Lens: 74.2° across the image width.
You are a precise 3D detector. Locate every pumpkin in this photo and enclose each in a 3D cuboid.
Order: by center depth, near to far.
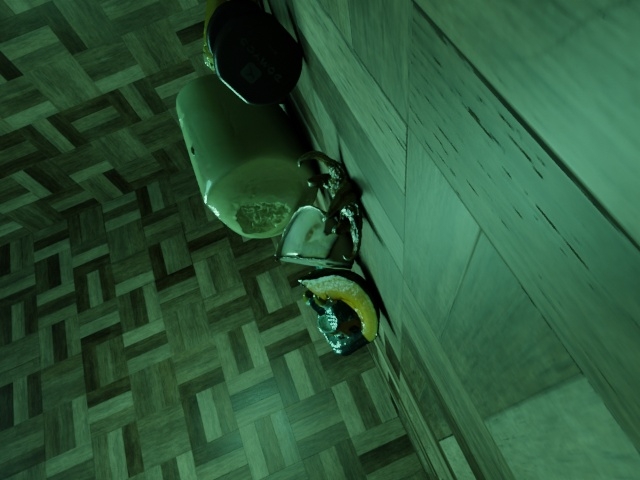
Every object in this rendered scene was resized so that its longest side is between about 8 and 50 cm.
[{"bbox_3d":[0.087,0.121,1.109,0.254,0.130,0.149,39,132,13],"label":"pumpkin"}]

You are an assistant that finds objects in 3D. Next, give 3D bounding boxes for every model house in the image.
[{"bbox_3d":[0.034,0.253,1.529,0.291,0.185,0.253,43,-164,-46],"label":"model house"}]

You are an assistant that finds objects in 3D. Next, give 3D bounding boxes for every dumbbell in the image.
[{"bbox_3d":[-0.120,-0.328,0.726,0.140,0.124,0.225,37,-164,-34],"label":"dumbbell"}]

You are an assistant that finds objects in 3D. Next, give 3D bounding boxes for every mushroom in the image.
[{"bbox_3d":[0.019,-0.005,1.190,0.236,0.173,0.161,1,82,48],"label":"mushroom"}]

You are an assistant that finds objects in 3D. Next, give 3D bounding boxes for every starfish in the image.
[{"bbox_3d":[0.030,-0.061,0.735,0.146,0.074,0.189,73,173,-80],"label":"starfish"}]

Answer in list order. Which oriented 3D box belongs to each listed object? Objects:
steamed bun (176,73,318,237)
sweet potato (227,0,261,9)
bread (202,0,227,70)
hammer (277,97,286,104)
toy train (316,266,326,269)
[{"bbox_3d":[-0.184,-0.239,1.220,0.456,0.290,0.371,50,-163,-68],"label":"steamed bun"},{"bbox_3d":[-0.150,-0.471,0.823,0.273,0.075,0.075,68,178,-84],"label":"sweet potato"},{"bbox_3d":[-0.243,-0.542,1.165,0.262,0.163,0.204,53,169,-13],"label":"bread"},{"bbox_3d":[-0.113,-0.399,1.183,0.083,0.031,0.052,-1,-110,-86],"label":"hammer"},{"bbox_3d":[0.018,0.042,1.567,0.163,0.112,0.203,79,166,-53],"label":"toy train"}]
